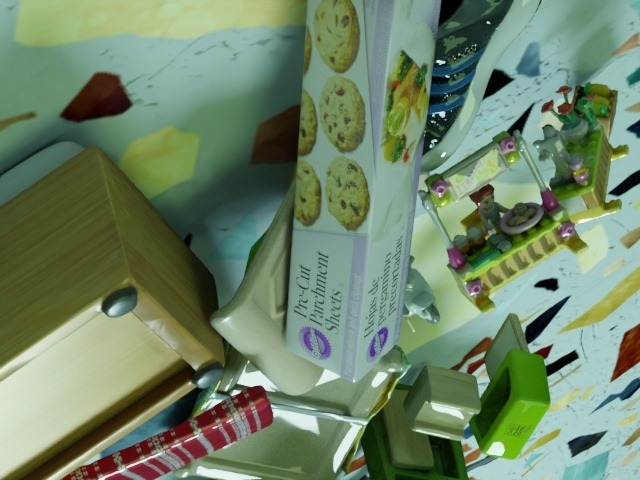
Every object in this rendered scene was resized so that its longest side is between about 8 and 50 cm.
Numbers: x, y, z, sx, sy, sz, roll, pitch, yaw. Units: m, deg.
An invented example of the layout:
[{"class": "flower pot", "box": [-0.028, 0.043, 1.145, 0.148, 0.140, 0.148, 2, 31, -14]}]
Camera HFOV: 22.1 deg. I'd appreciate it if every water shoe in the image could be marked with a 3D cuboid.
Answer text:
[{"class": "water shoe", "box": [0.078, -0.133, 1.127, 0.080, 0.073, 0.203, 11, 130, -22]}]

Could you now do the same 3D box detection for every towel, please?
[{"class": "towel", "box": [-0.166, 0.180, 1.267, 0.275, 0.031, 0.199, -24, 171, -5]}]

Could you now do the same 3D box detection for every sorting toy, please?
[{"class": "sorting toy", "box": [0.000, 0.000, 1.214, 0.208, 0.038, 0.193, -59, 155, -11]}]

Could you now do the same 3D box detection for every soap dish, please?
[{"class": "soap dish", "box": [-0.213, 0.084, 1.084, 0.291, 0.118, 0.229, -35, 153, 0]}]

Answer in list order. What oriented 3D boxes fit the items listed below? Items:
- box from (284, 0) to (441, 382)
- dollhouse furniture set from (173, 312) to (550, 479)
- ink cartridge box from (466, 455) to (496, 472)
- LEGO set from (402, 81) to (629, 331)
[{"class": "box", "box": [0.026, -0.048, 1.091, 0.063, 0.067, 0.324, -41, 148, -41]}, {"class": "dollhouse furniture set", "box": [0.024, 0.125, 1.475, 0.302, 0.151, 0.197, 13, 127, -18]}, {"class": "ink cartridge box", "box": [-0.006, 0.334, 1.636, 0.330, 0.071, 0.324, -14, 165, -48]}, {"class": "LEGO set", "box": [0.149, -0.056, 1.233, 0.287, 0.132, 0.107, -42, 117, -24]}]
